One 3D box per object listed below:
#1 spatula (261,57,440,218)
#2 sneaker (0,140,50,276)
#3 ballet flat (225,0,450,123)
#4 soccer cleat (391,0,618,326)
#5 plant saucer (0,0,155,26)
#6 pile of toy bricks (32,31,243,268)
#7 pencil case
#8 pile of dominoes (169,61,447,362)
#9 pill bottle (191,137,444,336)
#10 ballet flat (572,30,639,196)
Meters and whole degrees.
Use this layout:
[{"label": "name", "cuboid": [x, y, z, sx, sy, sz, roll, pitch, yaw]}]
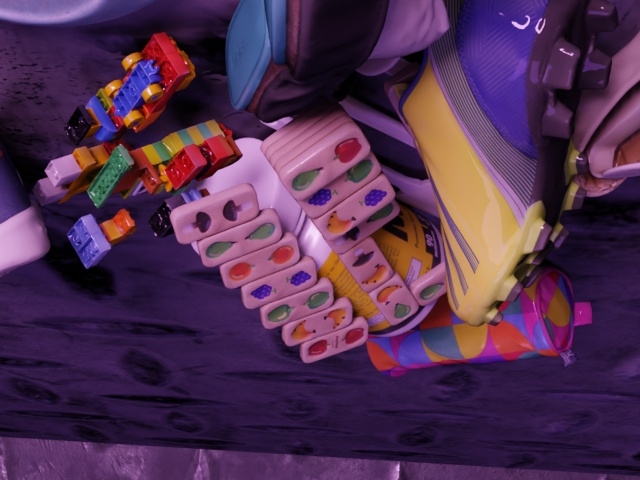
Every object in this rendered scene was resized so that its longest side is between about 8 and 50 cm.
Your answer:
[{"label": "spatula", "cuboid": [0.089, -0.073, 0.729, 0.242, 0.019, 0.168, 24, 153, -35]}, {"label": "sneaker", "cuboid": [-0.297, -0.046, 0.747, 0.131, 0.148, 0.350, -32, -166, -22]}, {"label": "ballet flat", "cuboid": [0.006, -0.121, 0.479, 0.096, 0.095, 0.280, -5, 180, -8]}, {"label": "soccer cleat", "cuboid": [0.100, -0.055, 0.600, 0.121, 0.093, 0.289, 28, 147, 23]}, {"label": "plant saucer", "cuboid": [-0.162, -0.160, 0.508, 0.194, 0.038, 0.195, 2, 160, 1]}, {"label": "pile of toy bricks", "cuboid": [-0.113, -0.061, 0.701, 0.105, 0.118, 0.212, -26, 172, -42]}, {"label": "pencil case", "cuboid": [0.162, 0.091, 1.037, 0.236, 0.105, 0.104, -11, 155, 37]}, {"label": "pile of dominoes", "cuboid": [0.032, 0.005, 0.689, 0.196, 0.040, 0.251, -35, 139, 2]}, {"label": "pill bottle", "cuboid": [0.000, 0.000, 0.787, 0.119, 0.119, 0.208, -14, 154, 39]}, {"label": "ballet flat", "cuboid": [0.213, -0.092, 0.562, 0.086, 0.086, 0.248, 9, 159, -14]}]
